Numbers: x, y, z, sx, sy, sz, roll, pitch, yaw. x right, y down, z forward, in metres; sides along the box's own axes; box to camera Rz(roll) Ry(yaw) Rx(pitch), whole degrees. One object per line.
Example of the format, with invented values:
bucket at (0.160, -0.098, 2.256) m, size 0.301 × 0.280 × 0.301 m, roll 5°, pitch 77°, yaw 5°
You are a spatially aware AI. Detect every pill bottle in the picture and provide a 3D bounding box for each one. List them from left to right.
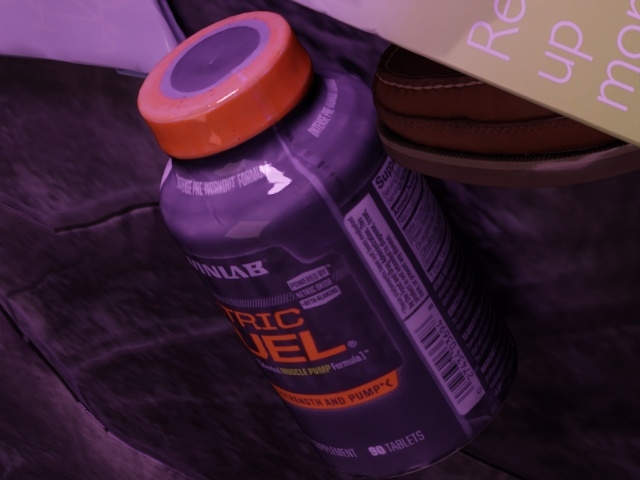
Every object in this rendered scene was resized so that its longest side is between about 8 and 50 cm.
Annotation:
pill bottle at (0.000, 0.000, 0.923) m, size 0.130 × 0.130 × 0.246 m, roll 2°, pitch 134°, yaw 44°

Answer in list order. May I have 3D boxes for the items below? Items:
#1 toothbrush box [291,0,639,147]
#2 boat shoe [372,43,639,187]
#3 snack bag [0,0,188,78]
toothbrush box at (0.062, -0.170, 0.566) m, size 0.283 × 0.122 × 0.206 m, roll 26°, pitch 115°, yaw 19°
boat shoe at (0.144, -0.095, 0.692) m, size 0.307 × 0.111 × 0.104 m, roll -5°, pitch 127°, yaw 35°
snack bag at (-0.250, -0.224, 0.969) m, size 0.323 × 0.037 × 0.342 m, roll 10°, pitch 139°, yaw 37°
